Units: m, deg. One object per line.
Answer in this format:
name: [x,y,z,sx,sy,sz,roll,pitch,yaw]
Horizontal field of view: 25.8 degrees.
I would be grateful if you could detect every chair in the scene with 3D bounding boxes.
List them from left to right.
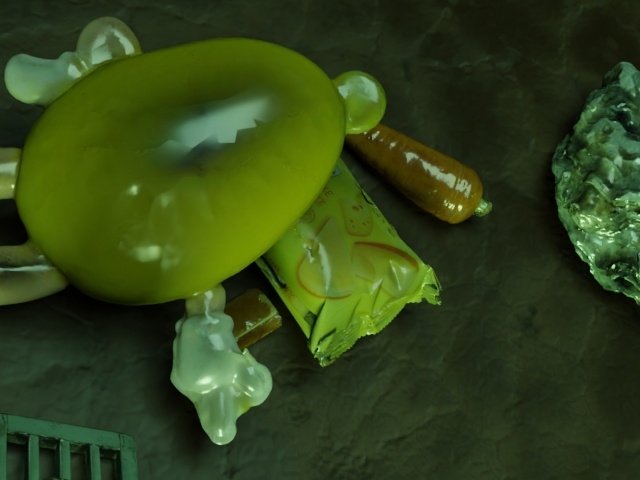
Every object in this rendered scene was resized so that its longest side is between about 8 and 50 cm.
chair: [-0.174,0.220,1.053,0.136,0.147,0.270,15,45,-24]

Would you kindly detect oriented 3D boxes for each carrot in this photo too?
carrot: [0.062,-0.095,1.405,0.257,0.061,0.061,33,58,-2]

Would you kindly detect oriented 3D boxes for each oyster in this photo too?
oyster: [0.339,-0.051,1.471,0.198,0.112,0.267,-28,77,-31]

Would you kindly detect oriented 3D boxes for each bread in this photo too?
bread: [-0.078,0.077,1.274,0.083,0.036,0.047,-31,79,-34]

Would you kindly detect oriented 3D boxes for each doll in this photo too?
doll: [-0.176,-0.019,1.179,0.423,0.161,0.348,11,88,-8]

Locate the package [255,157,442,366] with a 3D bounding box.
package: [0.000,0.000,1.310,0.168,0.090,0.226,-31,77,-33]
